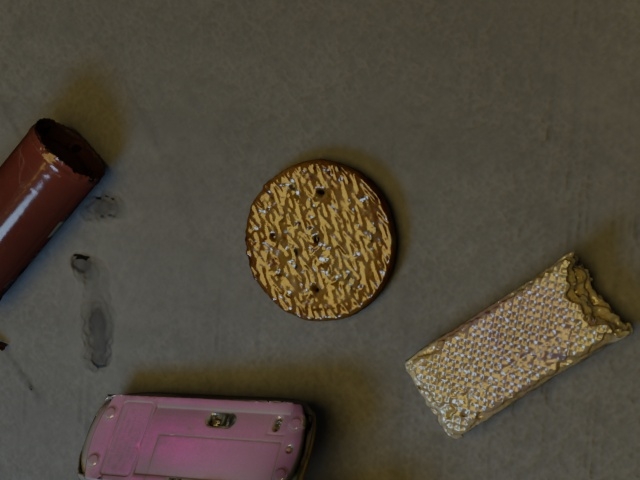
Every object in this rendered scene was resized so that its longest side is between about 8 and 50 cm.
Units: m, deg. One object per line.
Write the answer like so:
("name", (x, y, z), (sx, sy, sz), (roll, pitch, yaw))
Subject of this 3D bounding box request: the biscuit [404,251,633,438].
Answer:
("biscuit", (0.212, 0.115, 1.660), (0.239, 0.062, 0.108), (-35, 83, 22))

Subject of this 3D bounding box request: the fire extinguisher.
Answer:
("fire extinguisher", (-0.388, 0.017, 1.885), (0.147, 0.106, 0.337), (38, 110, -10))

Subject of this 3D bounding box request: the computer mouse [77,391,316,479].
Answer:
("computer mouse", (-0.141, 0.247, 1.771), (0.310, 0.072, 0.158), (-1, 57, 30))

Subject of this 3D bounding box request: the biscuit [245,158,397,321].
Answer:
("biscuit", (0.001, 0.000, 1.755), (0.188, 0.027, 0.187), (2, 95, 24))
